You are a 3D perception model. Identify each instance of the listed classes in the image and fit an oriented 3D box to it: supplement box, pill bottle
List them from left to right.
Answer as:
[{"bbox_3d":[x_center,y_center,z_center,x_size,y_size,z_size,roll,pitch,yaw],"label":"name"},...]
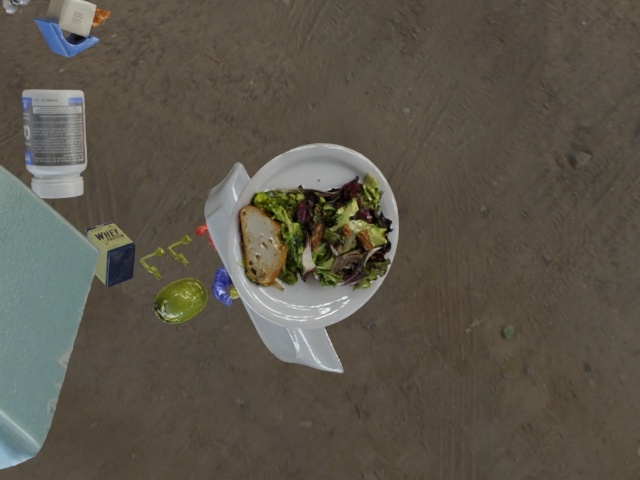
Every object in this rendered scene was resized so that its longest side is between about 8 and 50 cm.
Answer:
[{"bbox_3d":[-0.345,-0.127,1.078,0.078,0.078,0.137,0,100,-2],"label":"pill bottle"},{"bbox_3d":[-0.392,0.025,1.536,0.056,0.083,0.083,-21,138,-40],"label":"supplement box"}]

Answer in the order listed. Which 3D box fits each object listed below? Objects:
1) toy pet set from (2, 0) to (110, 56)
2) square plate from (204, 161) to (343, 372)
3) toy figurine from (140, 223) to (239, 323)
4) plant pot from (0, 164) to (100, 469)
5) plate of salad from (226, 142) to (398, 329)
[{"bbox_3d":[-0.301,-0.250,0.958,0.122,0.114,0.065,9,102,-46],"label":"toy pet set"},{"bbox_3d":[-0.099,0.060,1.353,0.049,0.344,0.347,-27,93,-15],"label":"square plate"},{"bbox_3d":[-0.192,0.049,1.828,0.362,0.217,0.191,-23,99,-25],"label":"toy figurine"},{"bbox_3d":[-0.378,0.039,0.692,0.247,0.247,0.252,-18,129,16],"label":"plant pot"},{"bbox_3d":[0.000,0.000,0.856,0.199,0.048,0.200,-7,105,-25],"label":"plate of salad"}]
